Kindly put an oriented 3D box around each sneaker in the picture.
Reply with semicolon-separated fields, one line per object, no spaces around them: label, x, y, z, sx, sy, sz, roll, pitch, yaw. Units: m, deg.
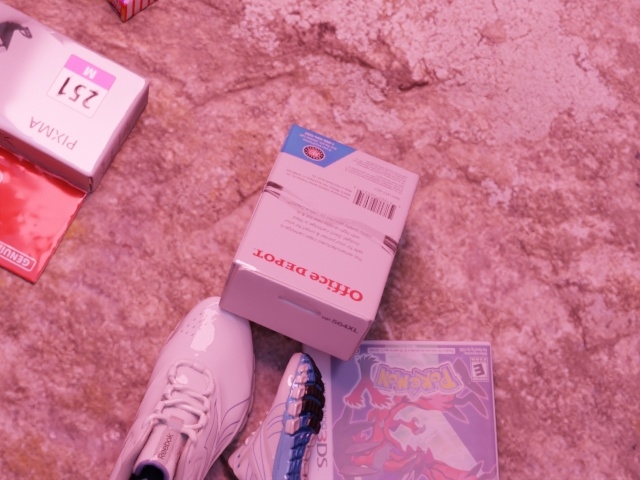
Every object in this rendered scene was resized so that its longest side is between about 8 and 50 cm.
sneaker;-0.135;0.188;1.278;0.111;0.129;0.297;19;70;0
sneaker;-0.050;0.202;1.314;0.082;0.071;0.191;5;75;26

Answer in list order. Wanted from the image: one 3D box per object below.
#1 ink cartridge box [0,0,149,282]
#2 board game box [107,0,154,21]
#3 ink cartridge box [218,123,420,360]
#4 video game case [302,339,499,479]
ink cartridge box;-0.354;-0.125;1.374;0.275;0.060;0.239;28;70;0
board game box;-0.218;-0.360;1.470;0.146;0.045;0.193;-38;82;-17
ink cartridge box;0.000;0.000;1.343;0.148;0.086;0.203;23;51;-2
video game case;0.082;0.194;1.365;0.201;0.023;0.184;1;74;-9
